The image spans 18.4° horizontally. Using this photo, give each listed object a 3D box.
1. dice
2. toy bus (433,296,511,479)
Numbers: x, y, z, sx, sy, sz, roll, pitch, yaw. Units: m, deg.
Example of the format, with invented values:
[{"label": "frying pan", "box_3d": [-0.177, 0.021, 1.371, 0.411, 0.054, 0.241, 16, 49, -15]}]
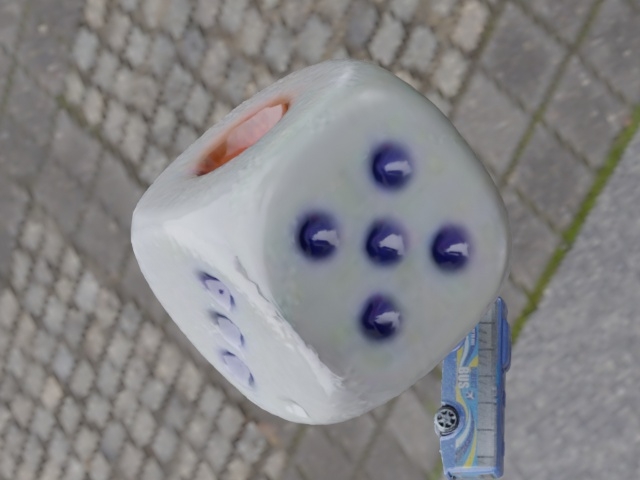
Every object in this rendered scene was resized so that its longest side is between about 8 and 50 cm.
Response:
[{"label": "dice", "box_3d": [0.000, 0.000, 1.351, 0.192, 0.194, 0.193, 52, 156, -18]}, {"label": "toy bus", "box_3d": [0.119, 0.113, 1.565, 0.061, 0.051, 0.153, 1, 76, 9]}]
